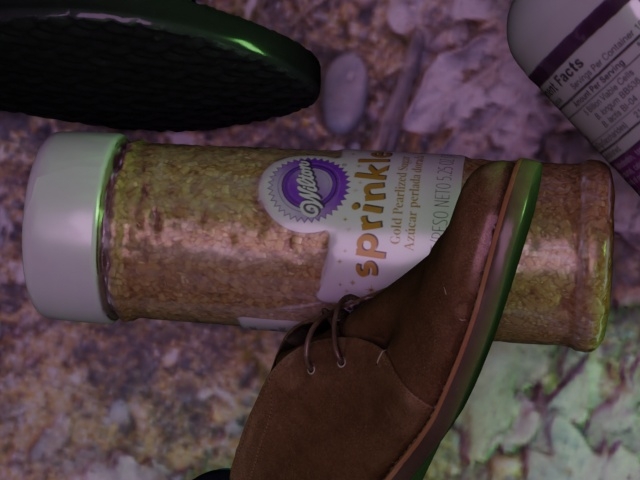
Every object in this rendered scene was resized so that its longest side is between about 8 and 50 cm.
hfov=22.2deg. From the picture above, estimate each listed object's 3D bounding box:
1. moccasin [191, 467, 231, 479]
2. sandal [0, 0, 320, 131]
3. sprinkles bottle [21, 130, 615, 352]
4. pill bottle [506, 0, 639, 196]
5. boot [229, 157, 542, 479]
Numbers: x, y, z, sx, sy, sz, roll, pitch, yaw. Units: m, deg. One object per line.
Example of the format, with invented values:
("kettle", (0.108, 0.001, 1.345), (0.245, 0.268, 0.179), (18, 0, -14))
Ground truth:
("moccasin", (0.023, 0.286, 1.022), (0.138, 0.117, 0.342), (-41, 87, 6))
("sandal", (-0.218, -0.153, 1.022), (0.445, 0.167, 0.107), (7, 75, 6))
("sprinkles bottle", (0.000, 0.000, 1.016), (0.355, 0.121, 0.121), (3, 92, 6))
("pill bottle", (0.219, -0.118, 0.963), (0.169, 0.169, 0.301), (-42, 87, 6))
("boot", (0.032, 0.068, 0.925), (0.115, 0.112, 0.305), (28, 124, 6))
